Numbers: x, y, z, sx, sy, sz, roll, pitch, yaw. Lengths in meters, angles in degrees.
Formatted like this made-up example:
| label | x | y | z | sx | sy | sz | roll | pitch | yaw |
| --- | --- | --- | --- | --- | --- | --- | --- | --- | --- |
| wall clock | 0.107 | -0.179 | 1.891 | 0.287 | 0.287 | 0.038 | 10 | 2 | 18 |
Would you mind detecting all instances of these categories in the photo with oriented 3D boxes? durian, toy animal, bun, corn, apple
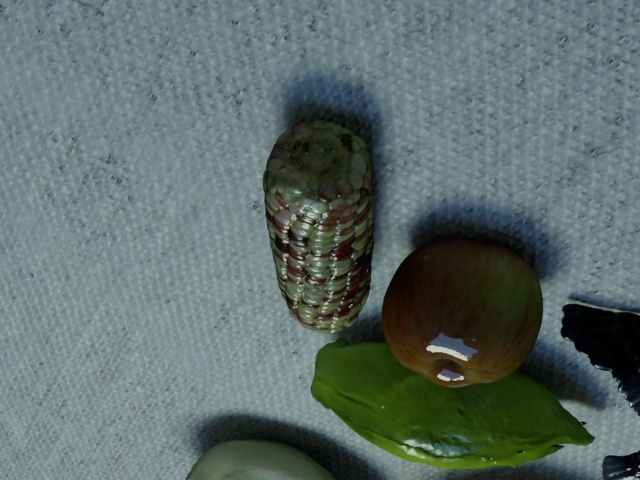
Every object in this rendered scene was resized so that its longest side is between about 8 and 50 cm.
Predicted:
| label | x | y | z | sx | sy | sz | roll | pitch | yaw |
| --- | --- | --- | --- | --- | --- | --- | --- | --- | --- |
| durian | 0.114 | 0.142 | 1.592 | 0.250 | 0.101 | 0.139 | 10 | -175 | 11 |
| toy animal | 0.316 | 0.145 | 1.493 | 0.272 | 0.197 | 0.160 | 60 | 169 | 9 |
| bun | -0.050 | 0.298 | 1.883 | 0.210 | 0.116 | 0.237 | -20 | 112 | 17 |
| corn | 0.000 | 0.000 | 1.413 | 0.086 | 0.086 | 0.253 | 12 | 152 | 7 |
| apple | 0.112 | 0.057 | 1.437 | 0.126 | 0.102 | 0.126 | 11 | 150 | 7 |
